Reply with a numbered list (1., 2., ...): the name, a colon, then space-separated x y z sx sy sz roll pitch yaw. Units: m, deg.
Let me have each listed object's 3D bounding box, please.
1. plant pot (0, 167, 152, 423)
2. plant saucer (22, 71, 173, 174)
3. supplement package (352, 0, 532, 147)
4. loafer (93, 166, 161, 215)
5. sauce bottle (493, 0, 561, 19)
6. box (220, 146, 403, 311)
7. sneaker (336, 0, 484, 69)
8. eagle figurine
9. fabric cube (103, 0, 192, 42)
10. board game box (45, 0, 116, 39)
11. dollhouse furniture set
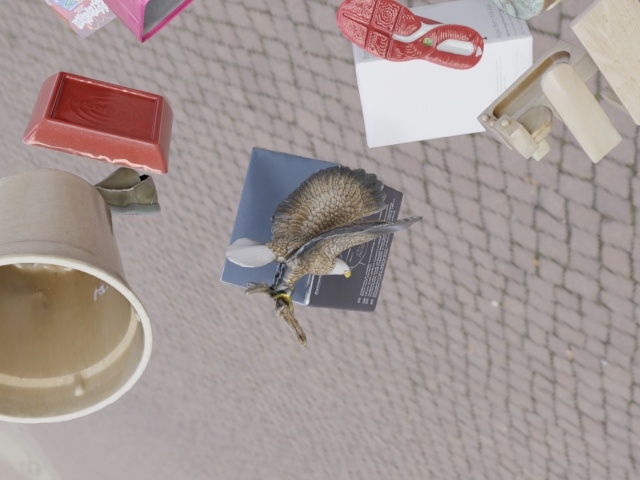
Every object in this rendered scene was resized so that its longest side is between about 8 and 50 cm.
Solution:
1. plant pot: -0.437 0.059 1.510 0.305 0.333 0.334 -107 -5 -50
2. plant saucer: -0.401 -0.231 1.805 0.258 0.259 0.048 12 121 -13
3. supplement package: 0.210 -0.298 1.692 0.293 0.177 0.175 -9 129 4
4. loafer: -0.373 -0.087 1.737 0.094 0.087 0.251 -2 -179 18
5. sauce bottle: 0.378 -0.430 1.355 0.111 0.344 0.111 42 155 25
6. box: -0.007 -0.013 2.121 0.212 0.294 0.395 14 179 24
7. sneaker: 0.121 -0.301 1.442 0.221 0.087 0.128 18 -173 -11
8. eagle figurine: 0.005 0.002 1.718 0.226 0.298 0.225 41 -169 13
9. fabric cube: -0.268 -0.502 1.489 0.258 0.254 0.259 47 170 -7
10. board game box: -0.499 -0.511 2.036 0.145 0.027 0.281 45 156 -21
11. dollhouse furniture set: 0.208 -0.159 0.883 0.123 0.144 0.151 44 -174 -32
